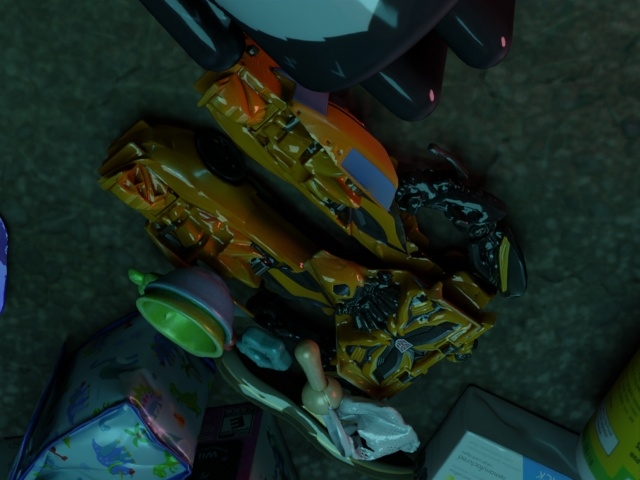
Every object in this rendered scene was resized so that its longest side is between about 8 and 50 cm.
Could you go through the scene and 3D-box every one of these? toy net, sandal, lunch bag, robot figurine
[{"bbox_3d":[-0.035,0.095,1.237,0.232,0.045,0.122,39,156,-17],"label":"toy net"},{"bbox_3d":[0.003,0.122,1.319,0.180,0.072,0.049,36,97,-11],"label":"sandal"},{"bbox_3d":[-0.165,0.133,1.299,0.151,0.129,0.096,-30,113,24],"label":"lunch bag"},{"bbox_3d":[0.000,0.000,1.223,0.291,0.085,0.211,40,123,-18],"label":"robot figurine"},{"bbox_3d":[-0.004,-0.199,1.047,0.278,0.173,0.209,44,81,-20],"label":"robot figurine"}]

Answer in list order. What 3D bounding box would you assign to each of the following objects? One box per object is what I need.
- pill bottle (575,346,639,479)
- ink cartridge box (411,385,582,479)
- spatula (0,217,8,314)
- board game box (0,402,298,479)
[{"bbox_3d":[0.290,0.091,1.220,0.136,0.136,0.245,23,121,-9],"label":"pill bottle"},{"bbox_3d":[0.114,0.209,1.356,0.104,0.061,0.181,26,121,-9],"label":"ink cartridge box"},{"bbox_3d":[-0.273,0.100,1.347,0.084,0.030,0.296,3,122,1],"label":"spatula"},{"bbox_3d":[-0.147,0.252,1.268,0.224,0.303,0.097,-10,120,12],"label":"board game box"}]
